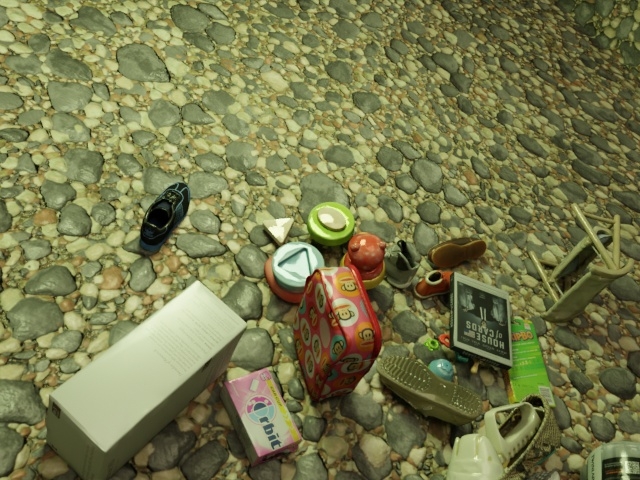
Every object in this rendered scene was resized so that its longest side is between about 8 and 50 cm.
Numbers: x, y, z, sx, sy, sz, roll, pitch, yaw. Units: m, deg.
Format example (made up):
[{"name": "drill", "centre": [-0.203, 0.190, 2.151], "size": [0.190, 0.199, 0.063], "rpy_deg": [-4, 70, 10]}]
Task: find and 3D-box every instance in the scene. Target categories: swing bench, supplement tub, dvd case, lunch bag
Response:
[{"name": "swing bench", "centre": [0.759, 0.078, 1.941], "size": [0.165, 0.253, 0.255], "rpy_deg": [13, 49, -14]}, {"name": "supplement tub", "centre": [0.706, 0.645, 1.487], "size": [0.207, 0.207, 0.338], "rpy_deg": [24, 47, -4]}, {"name": "dvd case", "centre": [0.425, 0.211, 1.772], "size": [0.179, 0.029, 0.239], "rpy_deg": [21, 49, -13]}, {"name": "lunch bag", "centre": [0.020, 0.194, 1.499], "size": [0.120, 0.293, 0.258], "rpy_deg": [-7, 57, -23]}]

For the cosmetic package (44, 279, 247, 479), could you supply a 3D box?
[{"name": "cosmetic package", "centre": [-0.341, 0.279, 1.324], "size": [0.156, 0.217, 0.385], "rpy_deg": [39, 50, 10]}]

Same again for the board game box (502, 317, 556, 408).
[{"name": "board game box", "centre": [0.542, 0.325, 1.793], "size": [0.124, 0.039, 0.259], "rpy_deg": [11, 52, -16]}]

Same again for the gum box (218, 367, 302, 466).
[{"name": "gum box", "centre": [-0.129, 0.382, 1.433], "size": [0.107, 0.062, 0.188], "rpy_deg": [-14, 59, -31]}]

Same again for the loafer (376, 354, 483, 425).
[{"name": "loafer", "centre": [0.251, 0.369, 1.596], "size": [0.268, 0.092, 0.102], "rpy_deg": [26, 41, 21]}]

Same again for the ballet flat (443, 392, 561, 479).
[{"name": "ballet flat", "centre": [0.386, 0.473, 1.476], "size": [0.482, 0.164, 0.182], "rpy_deg": [-22, 101, -46]}]

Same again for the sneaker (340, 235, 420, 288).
[{"name": "sneaker", "centre": [0.171, 0.025, 1.809], "size": [0.228, 0.132, 0.086], "rpy_deg": [31, 47, 2]}]

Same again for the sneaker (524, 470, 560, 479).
[{"name": "sneaker", "centre": [0.479, 0.614, 1.509], "size": [0.235, 0.090, 0.095], "rpy_deg": [-32, 83, -35]}]

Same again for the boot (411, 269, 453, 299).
[{"name": "boot", "centre": [0.332, 0.111, 1.844], "size": [0.158, 0.085, 0.059], "rpy_deg": [-18, 60, -36]}]

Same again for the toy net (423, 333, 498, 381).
[{"name": "toy net", "centre": [0.374, 0.301, 1.735], "size": [0.232, 0.045, 0.122], "rpy_deg": [-3, 52, -27]}]

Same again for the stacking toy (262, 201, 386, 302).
[{"name": "stacking toy", "centre": [0.000, 0.000, 1.705], "size": [0.308, 0.130, 0.280], "rpy_deg": [-14, 59, -14]}]

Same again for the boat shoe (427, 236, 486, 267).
[{"name": "boat shoe", "centre": [0.388, 0.031, 1.950], "size": [0.207, 0.073, 0.073], "rpy_deg": [-7, 19, -32]}]

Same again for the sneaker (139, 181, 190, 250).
[{"name": "sneaker", "centre": [-0.383, -0.080, 1.679], "size": [0.081, 0.090, 0.232], "rpy_deg": [22, 48, -5]}]
